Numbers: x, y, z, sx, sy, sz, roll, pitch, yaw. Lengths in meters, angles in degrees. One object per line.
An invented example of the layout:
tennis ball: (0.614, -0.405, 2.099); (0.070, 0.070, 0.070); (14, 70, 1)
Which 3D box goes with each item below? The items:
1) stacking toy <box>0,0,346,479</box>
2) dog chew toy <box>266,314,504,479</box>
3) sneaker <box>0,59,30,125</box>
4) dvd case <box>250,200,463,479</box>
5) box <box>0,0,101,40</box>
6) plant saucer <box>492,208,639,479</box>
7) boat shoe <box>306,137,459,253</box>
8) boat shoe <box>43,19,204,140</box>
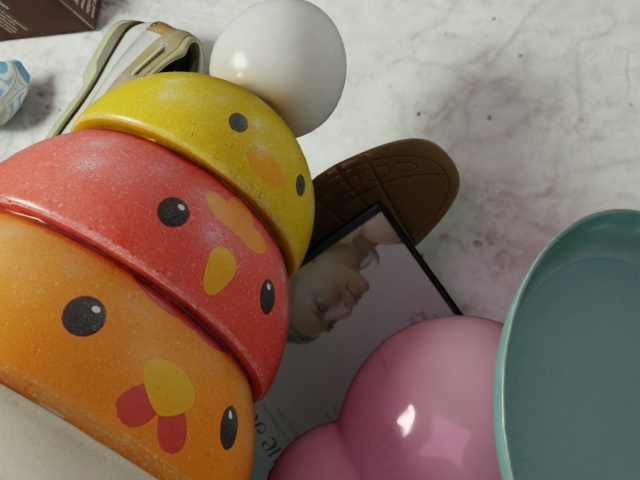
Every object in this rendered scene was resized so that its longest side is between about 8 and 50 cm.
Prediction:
stacking toy: (-0.123, -0.016, 0.725); (0.350, 0.351, 0.480); (16, 64, 27)
dog chew toy: (0.049, 0.211, 0.719); (0.332, 0.206, 0.207); (-40, 62, 7)
sneaker: (-0.452, -0.174, 1.145); (0.237, 0.085, 0.086); (-1, 41, 29)
dvd case: (0.002, 0.108, 0.828); (0.253, 0.022, 0.180); (-35, 95, 10)
box: (-0.454, -0.360, 1.166); (0.381, 0.143, 0.191); (0, 73, 25)
plant saucer: (0.230, 0.135, 0.644); (0.043, 0.317, 0.318); (-25, 59, 53)
boat shoe: (0.000, 0.000, 0.868); (0.285, 0.089, 0.105); (-33, 94, 11)
boat shoe: (-0.216, -0.099, 0.989); (0.103, 0.113, 0.302); (10, 77, 32)
